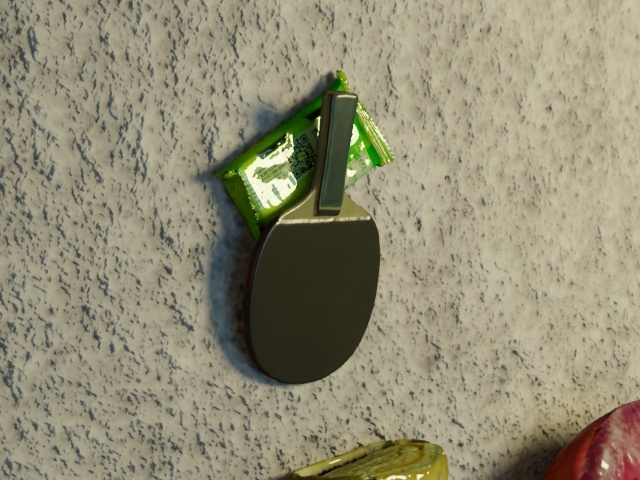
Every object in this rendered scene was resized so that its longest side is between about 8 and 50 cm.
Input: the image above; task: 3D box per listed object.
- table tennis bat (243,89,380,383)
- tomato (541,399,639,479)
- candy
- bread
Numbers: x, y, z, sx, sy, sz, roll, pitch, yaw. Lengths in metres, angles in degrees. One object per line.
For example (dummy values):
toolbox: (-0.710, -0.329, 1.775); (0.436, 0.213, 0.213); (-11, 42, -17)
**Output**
table tennis bat: (0.000, 0.000, 1.280); (0.154, 0.021, 0.274); (-3, 106, -40)
tomato: (0.336, 0.325, 1.469); (0.335, 0.176, 0.290); (12, 64, -34)
candy: (-0.013, -0.069, 1.290); (0.178, 0.032, 0.102); (-40, 117, -27)
bread: (0.050, 0.227, 1.294); (0.156, 0.117, 0.064); (-10, 96, -34)
